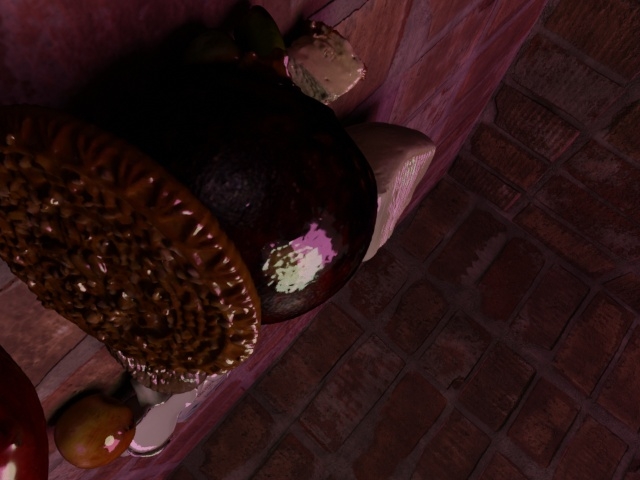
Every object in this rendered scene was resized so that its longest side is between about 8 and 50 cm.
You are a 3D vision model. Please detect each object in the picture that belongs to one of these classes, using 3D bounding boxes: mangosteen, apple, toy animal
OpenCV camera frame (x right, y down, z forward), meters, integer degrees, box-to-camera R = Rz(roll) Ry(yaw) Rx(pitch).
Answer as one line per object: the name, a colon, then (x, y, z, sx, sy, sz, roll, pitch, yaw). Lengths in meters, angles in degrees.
mangosteen: (-0.071, -0.078, 0.501, 0.359, 0.306, 0.306, -65, 167, -2)
apple: (-0.440, 0.374, 0.856, 0.146, 0.146, 0.146, -46, 167, -15)
toy animal: (-0.357, 0.359, 1.022, 0.325, 0.154, 0.208, -30, 131, -23)

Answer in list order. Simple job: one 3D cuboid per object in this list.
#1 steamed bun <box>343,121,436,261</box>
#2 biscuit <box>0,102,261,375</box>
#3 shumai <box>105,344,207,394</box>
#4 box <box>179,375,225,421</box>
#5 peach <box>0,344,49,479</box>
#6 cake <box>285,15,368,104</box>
steamed bun: (0.091, -0.142, 0.996, 0.383, 0.236, 0.247, -46, 158, -45)
biscuit: (-0.191, 0.027, 0.383, 0.038, 0.305, 0.305, -61, 178, -43)
shumai: (-0.299, 0.163, 0.816, 0.184, 0.218, 0.185, -41, -149, 11)
box: (-0.345, 0.377, 1.228, 0.274, 0.116, 0.203, -46, 166, -18)
peach: (-0.367, 0.186, 0.202, 0.406, 0.310, 0.335, -56, 133, -25)
cake: (-0.024, -0.263, 0.683, 0.086, 0.117, 0.220, -45, -161, -8)
